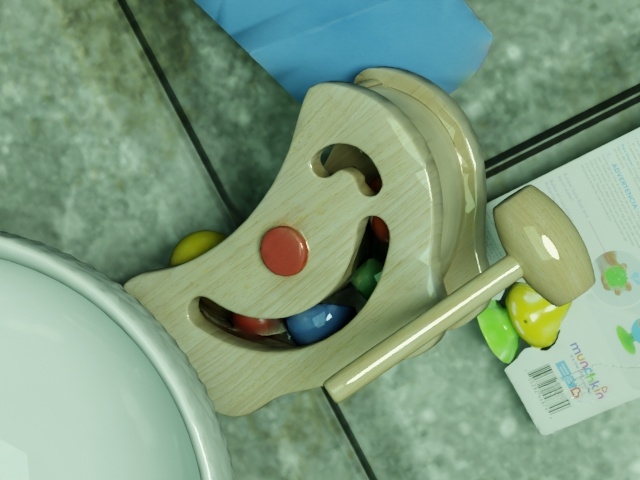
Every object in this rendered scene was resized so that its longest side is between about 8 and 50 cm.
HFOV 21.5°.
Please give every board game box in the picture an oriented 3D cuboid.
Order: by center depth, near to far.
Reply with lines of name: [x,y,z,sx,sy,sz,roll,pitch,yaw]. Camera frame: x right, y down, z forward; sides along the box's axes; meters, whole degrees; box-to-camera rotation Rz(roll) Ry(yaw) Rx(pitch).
board game box: [0.014,-0.135,0.930,0.133,0.033,0.168,-16,140,33]

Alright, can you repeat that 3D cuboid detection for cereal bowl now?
cereal bowl: [-0.203,0.158,0.955,0.339,0.141,0.339,0,91,10]

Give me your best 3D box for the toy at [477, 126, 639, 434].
toy: [0.196,0.001,0.933,0.237,0.056,0.137,-27,95,22]

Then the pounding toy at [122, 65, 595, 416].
pounding toy: [0.000,0.000,0.905,0.269,0.155,0.154,-22,91,30]
